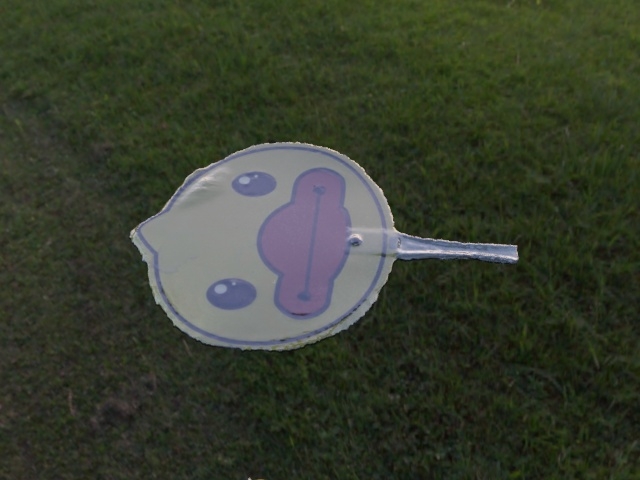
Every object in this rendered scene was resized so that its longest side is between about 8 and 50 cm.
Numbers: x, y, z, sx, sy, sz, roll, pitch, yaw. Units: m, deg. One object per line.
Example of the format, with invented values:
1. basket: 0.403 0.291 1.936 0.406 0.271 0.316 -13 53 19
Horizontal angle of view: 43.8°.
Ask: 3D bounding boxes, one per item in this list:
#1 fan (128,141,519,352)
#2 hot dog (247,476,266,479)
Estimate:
1. fan: 0.000 -0.001 0.682 0.335 0.011 0.229 3 52 4
2. hot dog: -0.016 0.272 0.780 0.133 0.056 0.041 31 54 7
